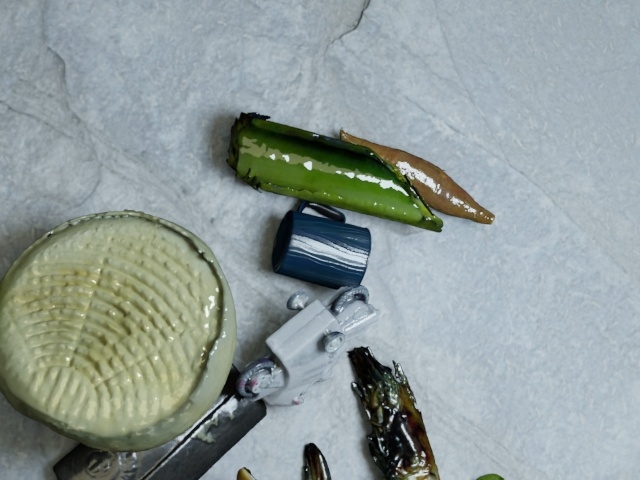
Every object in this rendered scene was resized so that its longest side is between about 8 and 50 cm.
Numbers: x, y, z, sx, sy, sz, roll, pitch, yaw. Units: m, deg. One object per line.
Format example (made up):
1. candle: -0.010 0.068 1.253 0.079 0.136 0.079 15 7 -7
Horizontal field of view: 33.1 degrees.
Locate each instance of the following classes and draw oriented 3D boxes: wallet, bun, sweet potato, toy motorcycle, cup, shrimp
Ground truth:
1. wallet: -0.242 0.310 1.680 0.321 0.044 0.170 -42 94 -21
2. bun: -0.296 0.141 1.598 0.364 0.202 0.364 -1 75 4
3. sweet potato: 0.167 -0.115 1.881 0.314 0.066 0.072 32 66 -9
4. toy motorcycle: -0.017 0.178 1.729 0.260 0.171 0.110 -38 57 -10
5. cup: -0.003 0.010 1.790 0.138 0.150 0.113 15 111 -15
6. shrimp: 0.072 0.360 1.765 0.233 0.071 0.365 -15 78 -10

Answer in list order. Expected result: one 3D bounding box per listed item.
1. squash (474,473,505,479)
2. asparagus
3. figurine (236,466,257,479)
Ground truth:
1. squash: 0.227 0.479 1.805 0.239 0.069 0.069 -41 96 -21
2. asparagus: 0.031 -0.111 1.790 0.381 0.108 0.128 14 57 -9
3. figurine: -0.194 0.472 1.600 0.257 0.208 0.181 -17 57 -23
